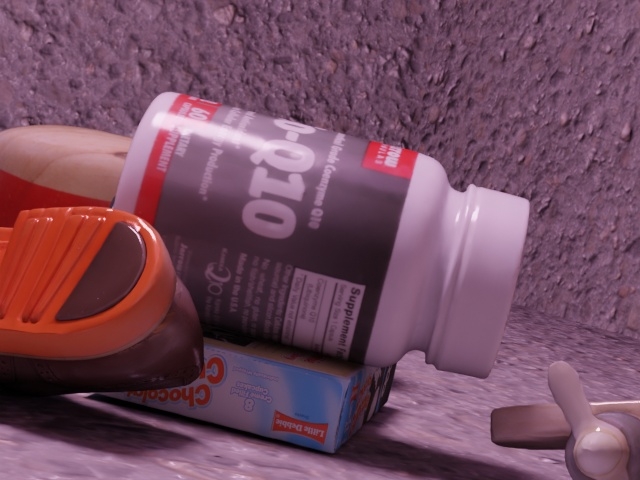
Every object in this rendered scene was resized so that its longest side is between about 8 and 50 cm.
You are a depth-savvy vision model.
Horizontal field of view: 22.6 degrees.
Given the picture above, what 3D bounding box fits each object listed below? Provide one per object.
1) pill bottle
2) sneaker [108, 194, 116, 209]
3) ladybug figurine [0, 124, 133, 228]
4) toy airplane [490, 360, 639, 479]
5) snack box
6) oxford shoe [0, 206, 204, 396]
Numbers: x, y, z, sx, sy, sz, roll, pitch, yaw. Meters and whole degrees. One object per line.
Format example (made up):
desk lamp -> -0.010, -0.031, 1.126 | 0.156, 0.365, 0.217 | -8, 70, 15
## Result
pill bottle -> 0.000, 0.000, 1.170 | 0.283, 0.161, 0.161 | 14, 2, 3
sneaker -> -0.182, 0.050, 1.302 | 0.109, 0.130, 0.286 | 30, 31, 24
ladybug figurine -> -0.144, 0.004, 1.597 | 0.449, 0.161, 0.305 | 15, -6, 14
toy airplane -> 0.355, 0.121, 1.050 | 0.384, 0.272, 0.386 | 22, -37, -18
snack box -> -0.048, 0.098, 1.270 | 0.187, 0.060, 0.322 | 13, 3, 9
oxford shoe -> -0.250, 0.053, 1.083 | 0.364, 0.130, 0.132 | 6, -33, 25
